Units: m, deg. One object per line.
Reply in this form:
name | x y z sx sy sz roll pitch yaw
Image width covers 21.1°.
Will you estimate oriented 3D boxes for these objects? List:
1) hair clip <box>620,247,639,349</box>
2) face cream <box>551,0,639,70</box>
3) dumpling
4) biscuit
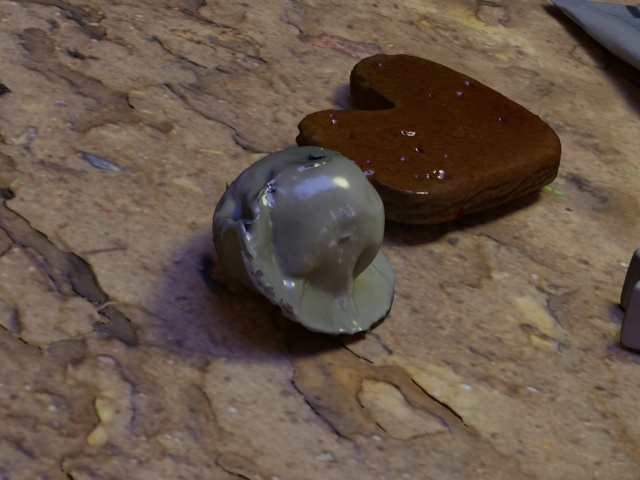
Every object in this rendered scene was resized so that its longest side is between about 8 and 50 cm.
hair clip | 0.430 0.082 1.506 0.331 0.085 0.101 15 29 4
face cream | 0.451 -0.214 1.988 0.235 0.137 0.420 1 25 -20
dumpling | 0.000 0.000 1.447 0.172 0.142 0.247 51 25 -7
biscuit | 0.087 -0.100 1.695 0.262 0.052 0.277 30 35 33
